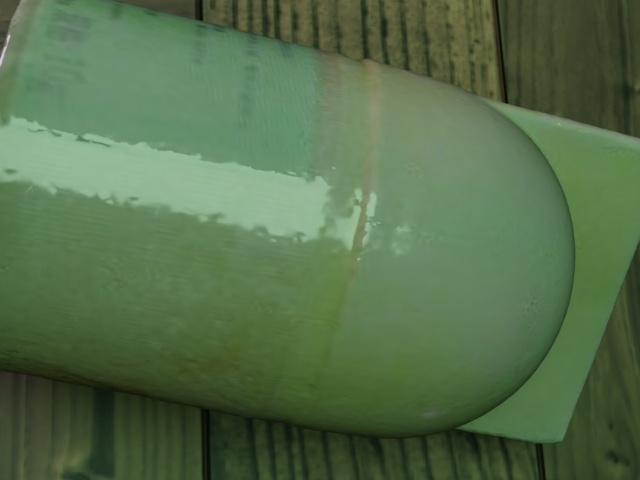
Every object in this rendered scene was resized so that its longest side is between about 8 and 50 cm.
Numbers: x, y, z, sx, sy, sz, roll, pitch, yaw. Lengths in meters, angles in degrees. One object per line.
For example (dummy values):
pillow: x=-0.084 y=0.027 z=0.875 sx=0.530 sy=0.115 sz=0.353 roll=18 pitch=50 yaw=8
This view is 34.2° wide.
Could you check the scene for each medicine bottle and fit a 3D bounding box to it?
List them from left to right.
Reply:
medicine bottle: x=0.000 y=0.000 z=0.657 sx=0.406 sy=0.236 sz=0.236 roll=12 pitch=72 yaw=-10
